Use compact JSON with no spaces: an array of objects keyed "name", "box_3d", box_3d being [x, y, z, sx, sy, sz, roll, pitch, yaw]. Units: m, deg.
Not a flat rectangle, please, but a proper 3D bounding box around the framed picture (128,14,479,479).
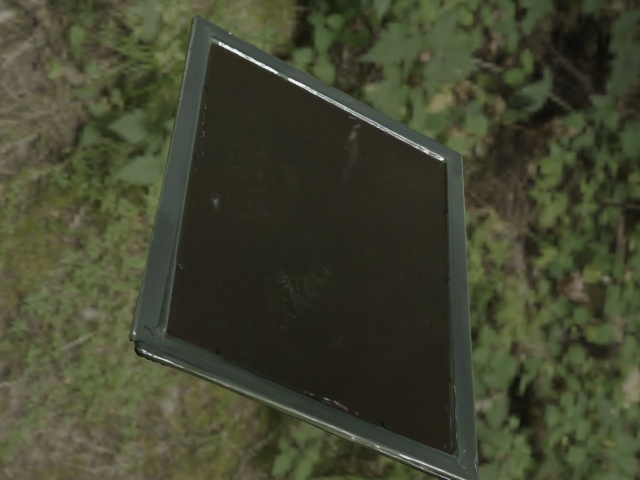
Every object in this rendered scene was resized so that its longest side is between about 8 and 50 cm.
[{"name":"framed picture","box_3d":[0.000,0.000,0.716,0.197,0.014,0.252,26,42,-21]}]
